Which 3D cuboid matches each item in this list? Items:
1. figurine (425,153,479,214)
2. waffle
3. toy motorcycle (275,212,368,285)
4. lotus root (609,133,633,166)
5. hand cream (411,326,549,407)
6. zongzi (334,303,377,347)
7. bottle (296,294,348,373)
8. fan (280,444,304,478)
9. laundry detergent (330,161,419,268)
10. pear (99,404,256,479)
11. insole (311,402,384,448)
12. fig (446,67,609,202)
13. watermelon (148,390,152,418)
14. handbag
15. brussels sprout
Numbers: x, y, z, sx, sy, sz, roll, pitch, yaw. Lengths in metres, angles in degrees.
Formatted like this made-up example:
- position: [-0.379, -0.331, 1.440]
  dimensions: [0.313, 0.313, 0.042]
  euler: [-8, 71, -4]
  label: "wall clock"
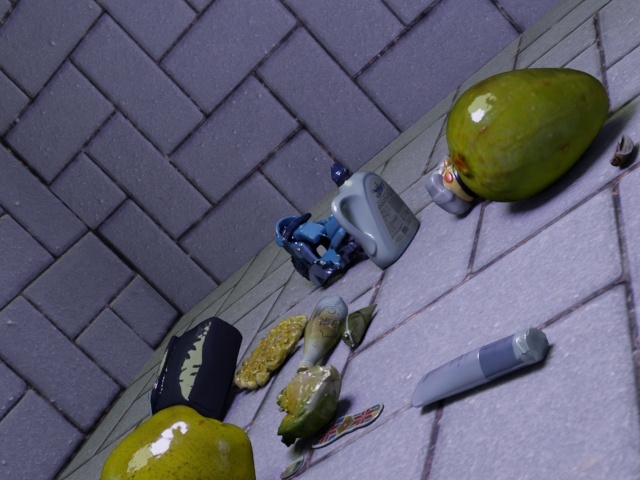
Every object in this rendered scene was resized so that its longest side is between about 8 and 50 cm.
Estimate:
- position: [0.354, -0.151, 1.869]
  dimensions: [0.236, 0.133, 0.176]
  euler: [-30, 15, 44]
  label: "figurine"
- position: [-0.131, 0.298, 2.171]
  dimensions: [0.261, 0.056, 0.250]
  euler: [-51, 10, -14]
  label: "waffle"
- position: [0.000, 0.000, 2.368]
  dimensions: [0.172, 0.232, 0.416]
  euler: [-47, 10, -31]
  label: "toy motorcycle"
- position: [0.536, -0.155, 1.428]
  dimensions: [0.083, 0.030, 0.037]
  euler: [-50, -20, -46]
  label: "lotus root"
- position: [0.227, 0.190, 1.195]
  dimensions: [0.255, 0.048, 0.079]
  euler: [-37, 6, 48]
  label: "hand cream"
- position: [0.092, 0.184, 1.783]
  dimensions: [0.113, 0.052, 0.104]
  euler: [-32, 17, -4]
  label: "zongzi"
- position: [-0.002, 0.224, 1.866]
  dimensions: [0.083, 0.083, 0.269]
  euler: [-38, 11, 32]
  label: "bottle"
- position: [-0.044, 0.410, 1.491]
  dimensions: [0.080, 0.003, 0.060]
  euler: [-48, 11, -23]
  label: "fan"
- position: [0.117, -0.083, 2.092]
  dimensions: [0.105, 0.280, 0.215]
  euler: [-33, 15, 45]
  label: "laundry detergent"
- position: [-0.254, 0.448, 1.437]
  dimensions: [0.294, 0.294, 0.294]
  euler: [-43, 10, 9]
  label: "pear"
- position: [0.046, 0.333, 1.444]
  dimensions: [0.193, 0.006, 0.065]
  euler: [-36, 13, 42]
  label: "insole"
- position: [0.415, -0.228, 1.611]
  dimensions: [0.326, 0.258, 0.258]
  euler: [-31, 10, 2]
  label: "fig"
- position: [-0.388, 0.510, 2.375]
  dimensions: [0.202, 0.136, 0.207]
  euler: [15, 19, 36]
  label: "watermelon"
- position: [-0.369, 0.376, 2.201]
  dimensions: [0.275, 0.178, 0.302]
  euler: [-26, 37, 36]
  label: "handbag"
- position: [-0.020, 0.312, 1.529]
  dimensions: [0.181, 0.100, 0.139]
  euler: [-39, 15, 23]
  label: "brussels sprout"
